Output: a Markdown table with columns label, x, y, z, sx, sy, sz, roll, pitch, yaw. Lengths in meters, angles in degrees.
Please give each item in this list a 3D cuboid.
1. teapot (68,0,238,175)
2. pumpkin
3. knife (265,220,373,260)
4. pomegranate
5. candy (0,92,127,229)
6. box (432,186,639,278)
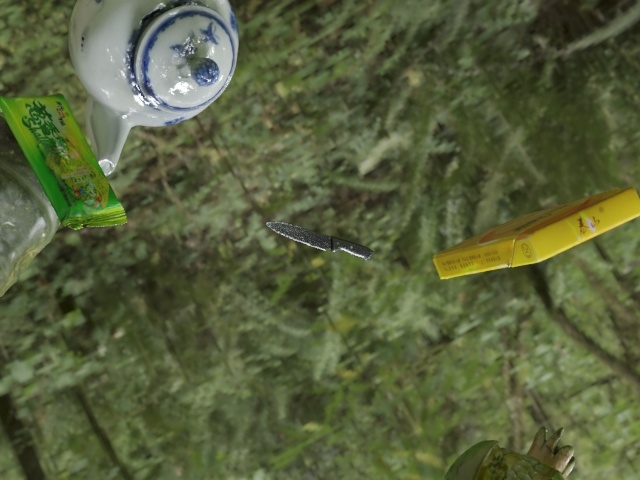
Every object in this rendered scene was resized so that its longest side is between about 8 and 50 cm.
| label | x | y | z | sx | sy | sz | roll | pitch | yaw |
| --- | --- | --- | --- | --- | --- | --- | --- | --- | --- |
| teapot | -0.226 | -0.283 | 1.629 | 0.252 | 0.280 | 0.424 | 34 | 91 | -43 |
| pumpkin | -0.500 | -0.023 | 1.443 | 0.328 | 0.291 | 0.257 | -64 | 152 | -26 |
| knife | 0.000 | 0.000 | 1.495 | 0.170 | 0.023 | 0.010 | 18 | 173 | -29 |
| pomegranate | 0.340 | 0.441 | 1.941 | 0.302 | 0.236 | 0.236 | -29 | 170 | -45 |
| candy | -0.287 | -0.091 | 1.254 | 0.032 | 0.178 | 0.102 | -34 | 171 | 32 |
| box | 0.254 | -0.006 | 1.359 | 0.152 | 0.043 | 0.269 | -24 | -179 | -19 |
